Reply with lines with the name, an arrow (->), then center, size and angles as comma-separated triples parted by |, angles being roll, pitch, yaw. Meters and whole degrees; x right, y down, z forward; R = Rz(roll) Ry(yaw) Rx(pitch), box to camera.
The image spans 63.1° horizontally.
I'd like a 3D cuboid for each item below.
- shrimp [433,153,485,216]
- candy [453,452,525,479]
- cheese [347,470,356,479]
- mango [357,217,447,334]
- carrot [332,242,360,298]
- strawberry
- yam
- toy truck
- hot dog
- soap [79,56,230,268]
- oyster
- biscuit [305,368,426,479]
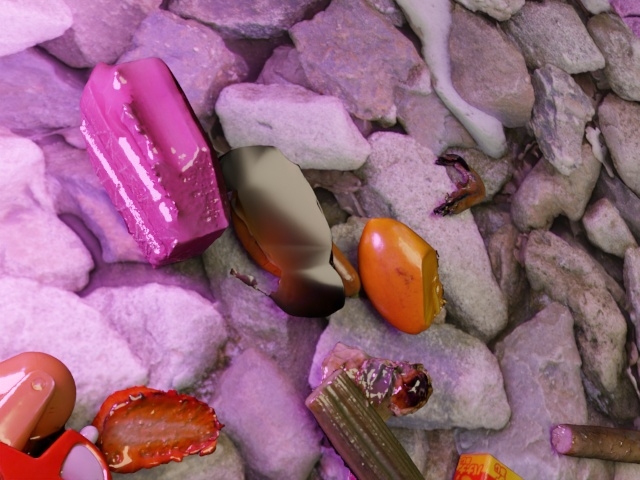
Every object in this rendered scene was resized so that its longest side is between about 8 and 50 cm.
shrimp -> 0.327, -0.139, 1.279 | 0.219, 0.046, 0.152 | -32, 88, -38
candy -> 0.296, 0.553, 0.959 | 0.146, 0.088, 0.276 | 37, 57, -12
cheese -> 0.075, 0.435, 0.918 | 0.145, 0.038, 0.095 | -26, 83, -27
mango -> 0.157, 0.069, 1.034 | 0.126, 0.154, 0.252 | -41, 107, -52
carrot -> 0.000, 0.000, 1.044 | 0.066, 0.062, 0.271 | -32, 82, -1
strawberry -> -0.248, 0.283, 0.788 | 0.188, 0.082, 0.121 | 18, 80, -32
yam -> 0.697, 0.477, 1.216 | 0.372, 0.083, 0.083 | 12, 65, -24
toy truck -> -0.358, 0.284, 0.662 | 0.265, 0.189, 0.239 | 36, 49, -12
hot dog -> -0.081, -0.010, 0.974 | 0.194, 0.107, 0.325 | -12, 90, -8
soap -> -0.276, -0.130, 0.855 | 0.127, 0.220, 0.324 | -27, 84, -42
oyster -> 0.112, 0.271, 0.971 | 0.233, 0.107, 0.161 | 8, 75, -23
biscuit -> 0.096, 0.372, 0.894 | 0.099, 0.038, 0.322 | -37, 93, -21
